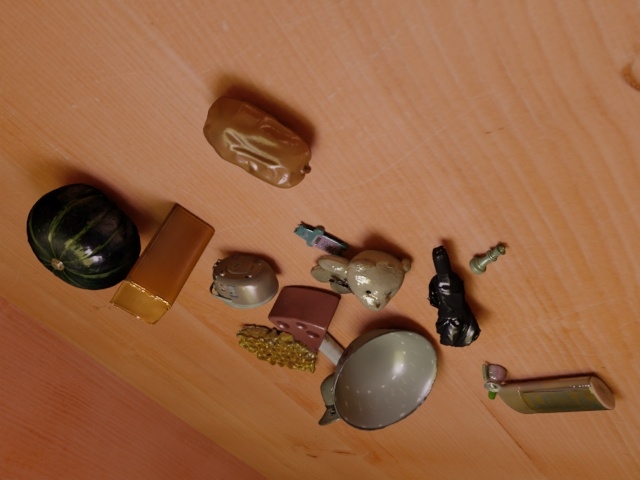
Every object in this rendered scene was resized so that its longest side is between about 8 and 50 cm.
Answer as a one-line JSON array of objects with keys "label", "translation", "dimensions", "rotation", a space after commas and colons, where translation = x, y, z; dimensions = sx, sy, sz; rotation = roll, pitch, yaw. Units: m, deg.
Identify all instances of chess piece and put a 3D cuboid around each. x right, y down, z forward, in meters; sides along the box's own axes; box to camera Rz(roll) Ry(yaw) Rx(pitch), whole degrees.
[{"label": "chess piece", "translation": [0.374, 0.039, 1.233], "dimensions": [0.042, 0.042, 0.093], "rotation": [31, 140, -10]}]

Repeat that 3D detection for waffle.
[{"label": "waffle", "translation": [-0.144, 0.377, 1.958], "dimensions": [0.310, 0.065, 0.283], "rotation": [27, 147, -10]}]

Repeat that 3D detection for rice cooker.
[{"label": "rice cooker", "translation": [-0.221, 0.116, 1.594], "dimensions": [0.206, 0.145, 0.127], "rotation": [10, 131, 25]}]

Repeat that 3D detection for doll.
[{"label": "doll", "translation": [0.089, 0.106, 1.413], "dimensions": [0.175, 0.149, 0.278], "rotation": [-2, 174, -33]}]

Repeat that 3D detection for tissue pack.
[{"label": "tissue pack", "translation": [-0.432, 0.068, 1.539], "dimensions": [0.145, 0.274, 0.194], "rotation": [32, 145, -13]}]

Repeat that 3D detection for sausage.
[{"label": "sausage", "translation": [-0.128, -0.199, 1.146], "dimensions": [0.241, 0.120, 0.136], "rotation": [30, 156, -9]}]

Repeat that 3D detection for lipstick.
[{"label": "lipstick", "translation": [0.009, 0.330, 1.809], "dimensions": [0.059, 0.059, 0.264], "rotation": [-11, 132, 40]}]

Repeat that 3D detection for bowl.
[{"label": "bowl", "translation": [0.165, 0.375, 1.646], "dimensions": [0.337, 0.337, 0.157], "rotation": [50, 178, -32]}]

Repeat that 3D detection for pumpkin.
[{"label": "pumpkin", "translation": [-0.678, -0.004, 1.601], "dimensions": [0.323, 0.241, 0.323], "rotation": [24, 139, 23]}]

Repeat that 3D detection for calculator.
[{"label": "calculator", "translation": [0.000, 0.000, 1.418], "dimensions": [0.141, 0.019, 0.094], "rotation": [28, 147, -6]}]

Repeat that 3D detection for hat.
[{"label": "hat", "translation": [0.075, 0.519, 1.932], "dimensions": [0.130, 0.257, 0.257], "rotation": [59, 142, 5]}]

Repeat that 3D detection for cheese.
[{"label": "cheese", "translation": [-0.054, 0.217, 1.651], "dimensions": [0.177, 0.128, 0.203], "rotation": [24, 149, 4]}]

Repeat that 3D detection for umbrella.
[{"label": "umbrella", "translation": [0.317, 0.142, 1.351], "dimensions": [0.118, 0.118, 0.340], "rotation": [4, 136, 27]}]

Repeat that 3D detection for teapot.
[{"label": "teapot", "translation": [0.495, 0.394, 1.602], "dimensions": [0.083, 0.064, 0.064], "rotation": [37, 142, -18]}]

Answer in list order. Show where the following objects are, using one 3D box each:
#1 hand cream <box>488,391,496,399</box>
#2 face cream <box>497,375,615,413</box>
[{"label": "hand cream", "translation": [0.525, 0.446, 1.688], "dimensions": [0.036, 0.023, 0.122], "rotation": [-6, 138, 6]}, {"label": "face cream", "translation": [0.655, 0.439, 1.564], "dimensions": [0.139, 0.067, 0.285], "rotation": [42, 140, -23]}]
